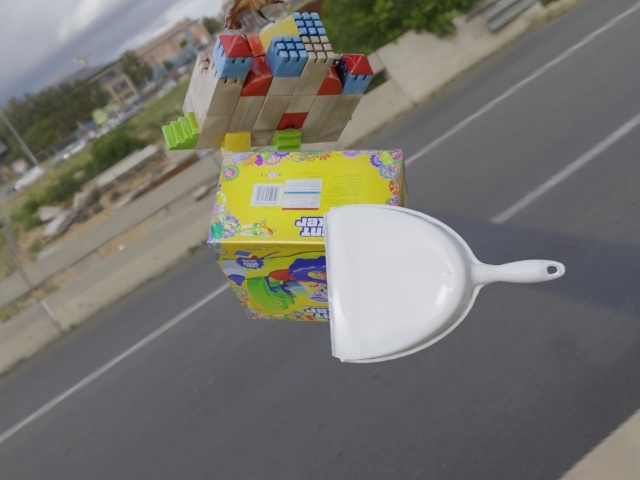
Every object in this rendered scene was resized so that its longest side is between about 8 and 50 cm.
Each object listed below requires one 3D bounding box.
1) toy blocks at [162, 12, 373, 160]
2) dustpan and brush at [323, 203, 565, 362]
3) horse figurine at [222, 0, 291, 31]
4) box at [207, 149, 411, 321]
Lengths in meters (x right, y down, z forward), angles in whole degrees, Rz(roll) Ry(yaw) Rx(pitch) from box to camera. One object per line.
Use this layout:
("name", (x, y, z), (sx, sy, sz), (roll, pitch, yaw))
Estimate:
("toy blocks", (-0.068, -0.281, 1.447), (0.381, 0.190, 0.261), (-6, -28, -26))
("dustpan and brush", (0.116, 0.033, 0.759), (0.211, 0.147, 0.060), (-5, -7, 15))
("horse figurine", (-0.112, -0.581, 1.849), (0.174, 0.066, 0.263), (-2, -49, -50))
("box", (0.000, 0.000, 1.375), (0.290, 0.279, 0.177), (0, 60, 12))
